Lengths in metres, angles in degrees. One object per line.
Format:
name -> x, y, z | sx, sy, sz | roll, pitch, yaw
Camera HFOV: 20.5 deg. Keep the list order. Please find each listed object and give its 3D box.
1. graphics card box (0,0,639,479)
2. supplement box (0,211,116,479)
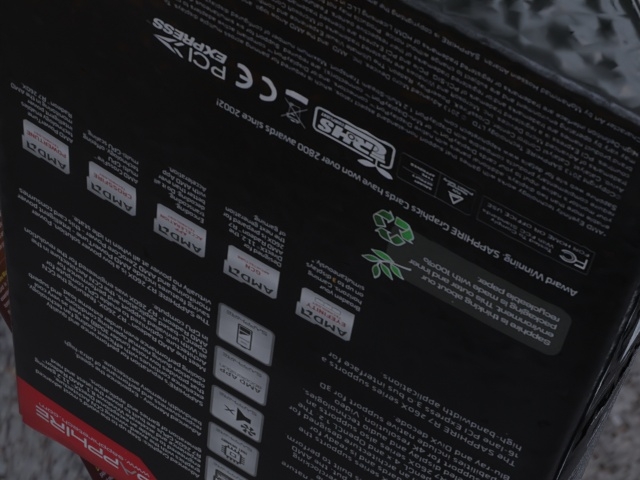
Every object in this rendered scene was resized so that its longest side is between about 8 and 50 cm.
graphics card box -> 0.000, 0.000, 0.621 | 0.233, 0.371, 0.094 | 29, 58, 15
supplement box -> -0.103, 0.045, 0.963 | 0.073, 0.130, 0.239 | -24, 79, -38
